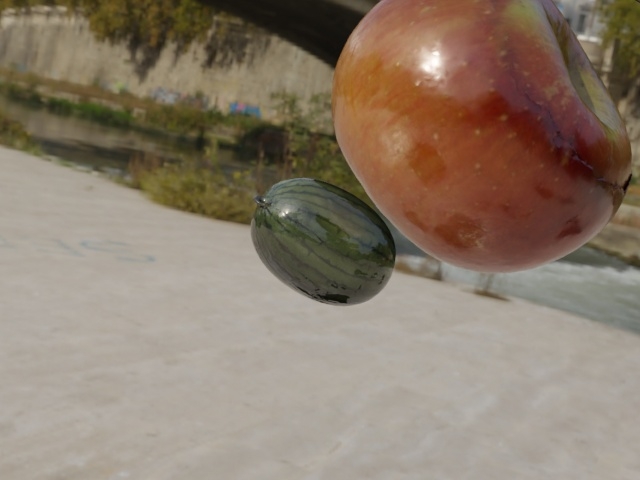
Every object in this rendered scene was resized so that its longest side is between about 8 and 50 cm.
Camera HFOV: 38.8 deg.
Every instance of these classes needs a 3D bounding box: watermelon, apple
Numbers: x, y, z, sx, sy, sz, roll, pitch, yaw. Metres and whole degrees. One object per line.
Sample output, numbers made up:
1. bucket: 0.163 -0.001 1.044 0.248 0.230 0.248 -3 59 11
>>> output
1. watermelon: 0.000 0.000 0.623 0.110 0.078 0.078 32 3 -13
2. apple: 0.136 -0.092 0.777 0.206 0.252 0.272 -31 -29 26

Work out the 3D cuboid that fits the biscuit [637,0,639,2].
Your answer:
1. biscuit: 0.189 -0.149 0.339 0.194 0.195 0.053 9 3 -10
